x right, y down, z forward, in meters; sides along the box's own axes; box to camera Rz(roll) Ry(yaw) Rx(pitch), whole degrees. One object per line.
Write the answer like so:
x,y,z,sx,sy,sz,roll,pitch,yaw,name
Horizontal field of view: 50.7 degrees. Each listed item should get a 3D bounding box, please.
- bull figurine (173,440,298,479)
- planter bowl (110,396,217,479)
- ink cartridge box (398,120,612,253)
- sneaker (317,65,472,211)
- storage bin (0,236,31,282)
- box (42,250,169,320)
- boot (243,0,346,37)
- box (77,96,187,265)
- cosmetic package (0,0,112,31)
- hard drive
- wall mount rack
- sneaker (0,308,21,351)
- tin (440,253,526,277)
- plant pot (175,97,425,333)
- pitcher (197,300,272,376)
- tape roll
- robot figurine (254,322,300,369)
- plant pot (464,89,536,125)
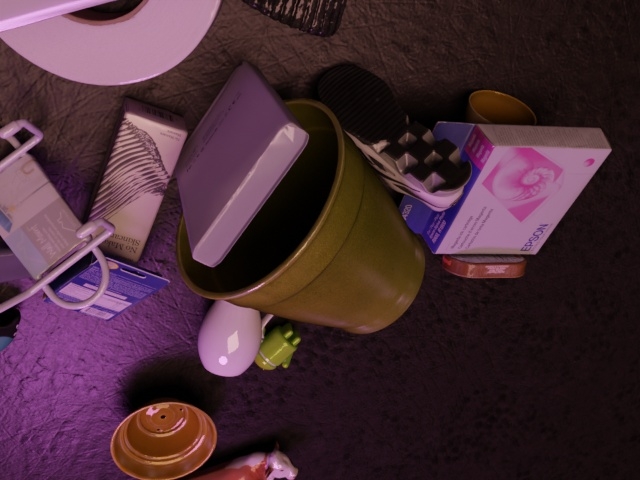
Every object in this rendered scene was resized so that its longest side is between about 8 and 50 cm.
-0.206,0.578,1.569,0.311,0.101,0.188,-9,121,-12,bull figurine
-0.335,0.402,1.443,0.217,0.090,0.217,-7,119,-12,planter bowl
0.335,-0.088,1.312,0.330,0.071,0.324,-1,143,-14,ink cartridge box
0.115,-0.168,1.195,0.122,0.330,0.146,-38,162,-13,sneaker
-0.535,0.013,1.160,0.091,0.135,0.098,-6,119,-26,storage bin
-0.383,0.079,1.214,0.136,0.036,0.225,27,141,-37,box
-0.077,-0.488,1.023,0.348,0.131,0.260,26,121,-13,boot
-0.330,-0.098,1.175,0.113,0.094,0.275,16,112,-24,box
-0.319,-0.460,0.682,0.328,0.329,0.393,-13,126,3,cosmetic package
-0.141,-0.138,1.058,0.047,0.353,0.233,30,106,-28,hard drive
-0.508,-0.013,1.045,0.304,0.130,0.350,-38,85,-4,wall mount rack
-0.676,0.106,1.181,0.121,0.108,0.302,-47,128,10,sneaker
0.351,0.044,1.445,0.190,0.106,0.040,0,117,-17,tin
0.000,0.000,1.204,0.366,0.366,0.353,-47,131,10,plant pot
-0.151,0.162,1.361,0.178,0.125,0.207,6,104,-33,pitcher
-0.322,-0.419,0.966,0.392,0.072,0.391,0,118,0,tape roll
-0.096,0.228,1.434,0.115,0.067,0.101,-43,115,8,robot figurine
0.332,-0.213,1.300,0.134,0.134,0.095,2,134,-17,plant pot
